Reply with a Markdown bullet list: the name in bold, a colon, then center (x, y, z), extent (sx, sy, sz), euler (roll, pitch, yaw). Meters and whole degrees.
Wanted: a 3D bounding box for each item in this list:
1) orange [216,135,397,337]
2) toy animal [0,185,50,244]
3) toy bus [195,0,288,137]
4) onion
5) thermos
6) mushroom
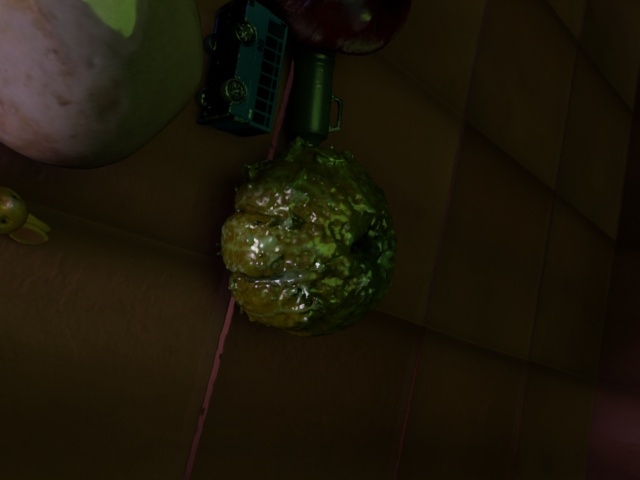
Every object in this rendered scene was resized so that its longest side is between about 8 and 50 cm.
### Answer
- **orange**: center (0.000, 0.000, 0.831), extent (0.300, 0.223, 0.301), euler (27, 72, -44)
- **toy animal**: center (-0.372, -0.045, 0.602), extent (0.159, 0.070, 0.083), euler (34, 67, -42)
- **toy bus**: center (-0.114, -0.256, 0.809), extent (0.106, 0.090, 0.184), euler (14, 84, -41)
- **onion**: center (0.037, -0.433, 0.842), extent (0.272, 0.195, 0.271), euler (7, 70, -20)
- **thermos**: center (-0.014, -0.231, 0.910), extent (0.083, 0.073, 0.187), euler (7, 88, -42)
- **mushroom**: center (-0.250, -0.239, 0.574), extent (0.297, 0.298, 0.290), euler (61, 34, -25)
